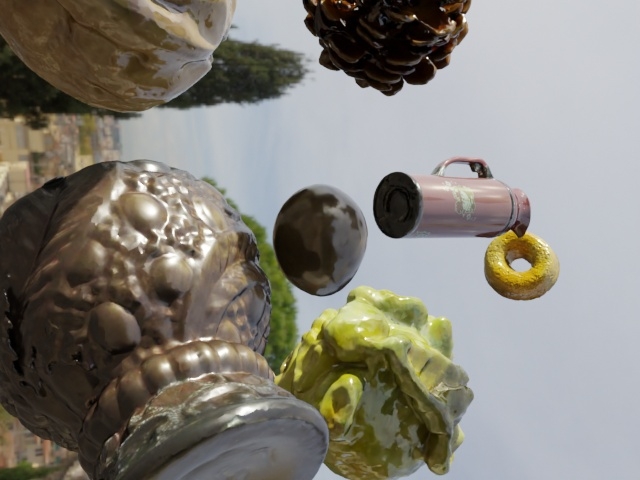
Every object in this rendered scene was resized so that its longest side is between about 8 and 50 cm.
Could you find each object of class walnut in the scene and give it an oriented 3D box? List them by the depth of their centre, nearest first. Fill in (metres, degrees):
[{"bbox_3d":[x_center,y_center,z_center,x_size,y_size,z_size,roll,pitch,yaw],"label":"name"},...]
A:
[{"bbox_3d":[-0.322,-0.382,1.084,0.383,0.384,0.383,177,-90,-74],"label":"walnut"}]

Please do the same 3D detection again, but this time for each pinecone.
[{"bbox_3d":[0.066,-0.221,0.650,0.173,0.173,0.173,177,-90,-74],"label":"pinecone"}]

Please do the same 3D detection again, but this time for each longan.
[{"bbox_3d":[0.000,0.000,0.683,0.113,0.092,0.113,-4,90,-90],"label":"longan"}]

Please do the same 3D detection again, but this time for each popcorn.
[{"bbox_3d":[0.081,0.215,1.066,0.312,0.312,0.312,177,-90,-74],"label":"popcorn"}]

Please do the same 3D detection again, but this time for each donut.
[{"bbox_3d":[0.389,0.045,1.383,0.058,0.152,0.152,50,21,-53],"label":"donut"}]

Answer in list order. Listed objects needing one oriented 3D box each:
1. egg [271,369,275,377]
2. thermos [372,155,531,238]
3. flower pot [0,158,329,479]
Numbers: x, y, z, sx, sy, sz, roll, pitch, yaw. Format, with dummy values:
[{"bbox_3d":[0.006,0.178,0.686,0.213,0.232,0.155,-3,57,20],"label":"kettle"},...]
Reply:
[{"bbox_3d":[-0.113,0.266,1.239,0.080,0.080,0.096,107,-11,-51],"label":"egg"},{"bbox_3d":[0.245,-0.068,1.236,0.109,0.330,0.136,-56,-131,37],"label":"thermos"},{"bbox_3d":[-0.138,0.110,0.595,0.267,0.266,0.266,53,-33,37],"label":"flower pot"}]
